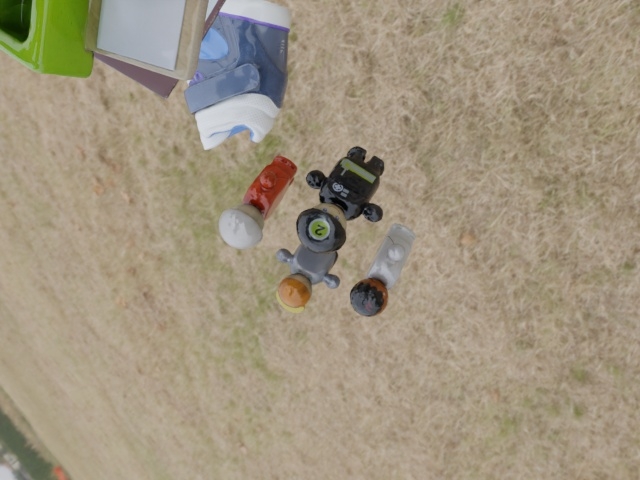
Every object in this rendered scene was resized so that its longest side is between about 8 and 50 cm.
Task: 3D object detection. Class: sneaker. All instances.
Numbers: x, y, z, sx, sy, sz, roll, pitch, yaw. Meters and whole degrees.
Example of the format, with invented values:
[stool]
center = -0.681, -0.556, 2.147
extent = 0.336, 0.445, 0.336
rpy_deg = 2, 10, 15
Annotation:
[sneaker]
center = -0.207, -0.266, 0.872
extent = 0.323, 0.130, 0.236
rpy_deg = 15, 106, 13

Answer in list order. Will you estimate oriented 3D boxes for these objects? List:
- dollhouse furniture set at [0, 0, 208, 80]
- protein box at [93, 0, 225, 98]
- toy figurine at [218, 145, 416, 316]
[dollhouse furniture set]
center = -0.150, -0.144, 0.140
extent = 0.151, 0.301, 0.197
rpy_deg = 22, 109, 22
[protein box]
center = -0.160, -0.261, 0.434
extent = 0.201, 0.200, 0.136
rpy_deg = 29, 131, -23
[toy figurine]
center = 0.000, 0.000, 0.718
extent = 0.213, 0.148, 0.209
rpy_deg = 2, 136, 37
